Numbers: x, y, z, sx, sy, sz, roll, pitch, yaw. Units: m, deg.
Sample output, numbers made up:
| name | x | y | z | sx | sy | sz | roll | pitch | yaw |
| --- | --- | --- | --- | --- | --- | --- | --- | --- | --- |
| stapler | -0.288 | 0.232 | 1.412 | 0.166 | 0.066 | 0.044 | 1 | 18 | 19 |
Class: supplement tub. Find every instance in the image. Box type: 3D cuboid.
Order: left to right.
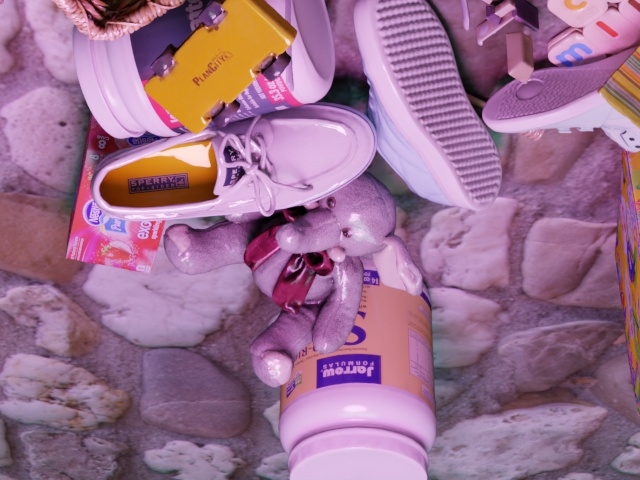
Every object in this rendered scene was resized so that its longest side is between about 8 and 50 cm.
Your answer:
| name | x | y | z | sx | sy | sz | roll | pitch | yaw |
| --- | --- | --- | --- | --- | --- | --- | --- | --- | --- |
| supplement tub | -0.135 | -0.231 | 1.716 | 0.272 | 0.191 | 0.191 | -12 | 142 | 16 |
| supplement tub | 0.056 | 0.218 | 2.202 | 0.241 | 0.331 | 0.241 | 0 | 143 | 0 |

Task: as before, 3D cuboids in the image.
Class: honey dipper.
| name | x | y | z | sx | sy | sz | roll | pitch | yaw |
| --- | --- | --- | --- | --- | --- | --- | --- | --- | --- |
| honey dipper | 0.228 | -0.177 | 1.924 | 0.160 | 0.030 | 0.030 | 24 | 138 | -22 |

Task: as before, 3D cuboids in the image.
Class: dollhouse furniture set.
| name | x | y | z | sx | sy | sz | roll | pitch | yaw |
| --- | --- | --- | --- | --- | --- | --- | --- | --- | --- |
| dollhouse furniture set | 0.209 | -0.241 | 1.767 | 0.091 | 0.114 | 0.081 | 24 | 142 | -32 |

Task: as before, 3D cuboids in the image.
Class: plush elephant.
| name | x | y | z | sx | sy | sz | roll | pitch | yaw |
| --- | --- | --- | --- | --- | --- | --- | --- | --- | --- |
| plush elephant | 0.000 | 0.000 | 1.967 | 0.330 | 0.272 | 0.255 | -25 | 165 | -27 |

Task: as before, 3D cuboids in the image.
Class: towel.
| name | x | y | z | sx | sy | sz | roll | pitch | yaw |
| --- | --- | --- | --- | --- | --- | --- | --- | --- | --- |
| towel | 0.444 | -0.238 | 1.734 | 0.102 | 0.021 | 0.237 | 29 | 112 | -34 |

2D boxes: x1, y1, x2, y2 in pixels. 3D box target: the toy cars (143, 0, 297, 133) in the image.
| name | x | y | z | sx | sy | sz | roll | pitch | yaw |
| --- | --- | --- | --- | --- | --- | --- | --- | --- | --- |
| toy cars | -0.102 | -0.282 | 1.451 | 0.176 | 0.087 | 0.394 | 10 | 131 | 15 |

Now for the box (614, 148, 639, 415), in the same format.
| name | x | y | z | sx | sy | sz | roll | pitch | yaw |
| --- | --- | --- | --- | --- | --- | --- | --- | --- | --- |
| box | 0.515 | 0.047 | 2.001 | 0.177 | 0.290 | 0.279 | -4 | 144 | 6 |

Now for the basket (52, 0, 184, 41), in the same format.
| name | x | y | z | sx | sy | sz | roll | pitch | yaw |
| --- | --- | --- | --- | --- | --- | --- | --- | --- | --- |
| basket | -0.193 | -0.379 | 1.455 | 0.213 | 0.223 | 0.299 | -6 | 140 | 26 |

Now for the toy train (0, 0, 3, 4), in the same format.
| name | x | y | z | sx | sy | sz | roll | pitch | yaw |
| --- | --- | --- | --- | --- | --- | --- | --- | --- | --- |
| toy train | -0.458 | -0.313 | 1.709 | 0.184 | 0.080 | 0.105 | 3 | 153 | -7 |

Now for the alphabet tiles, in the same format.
| name | x | y | z | sx | sy | sz | roll | pitch | yaw |
| --- | --- | --- | --- | --- | --- | --- | --- | --- | --- |
| alphabet tiles | 0.428 | -0.276 | 1.791 | 0.278 | 0.021 | 0.284 | 28 | 136 | -32 |

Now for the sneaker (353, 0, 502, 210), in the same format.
| name | x | y | z | sx | sy | sz | roll | pitch | yaw |
| --- | --- | --- | --- | --- | --- | --- | --- | --- | --- |
| sneaker | 0.100 | -0.172 | 1.850 | 0.150 | 0.135 | 0.366 | 5 | 138 | 38 |

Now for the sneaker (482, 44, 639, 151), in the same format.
| name | x | y | z | sx | sy | sz | roll | pitch | yaw |
| --- | --- | --- | --- | --- | --- | --- | --- | --- | --- |
| sneaker | 0.345 | -0.152 | 1.855 | 0.255 | 0.094 | 0.151 | -14 | 135 | 14 |

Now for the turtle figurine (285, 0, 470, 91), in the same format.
| name | x | y | z | sx | sy | sz | roll | pitch | yaw |
| --- | --- | --- | --- | --- | --- | --- | --- | --- | --- |
| turtle figurine | 0.043 | -0.340 | 1.485 | 0.197 | 0.275 | 0.266 | 2 | 143 | 31 |

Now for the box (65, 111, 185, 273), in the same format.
| name | x | y | z | sx | sy | sz | roll | pitch | yaw |
| --- | --- | --- | --- | --- | --- | --- | --- | --- | --- |
| box | -0.268 | -0.080 | 1.978 | 0.128 | 0.123 | 0.257 | 10 | 142 | -11 |

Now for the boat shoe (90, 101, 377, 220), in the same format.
| name | x | y | z | sx | sy | sz | roll | pitch | yaw |
| --- | --- | --- | --- | --- | --- | --- | --- | --- | --- |
| boat shoe | -0.106 | -0.095 | 1.776 | 0.367 | 0.136 | 0.156 | -8 | -175 | -3 |
